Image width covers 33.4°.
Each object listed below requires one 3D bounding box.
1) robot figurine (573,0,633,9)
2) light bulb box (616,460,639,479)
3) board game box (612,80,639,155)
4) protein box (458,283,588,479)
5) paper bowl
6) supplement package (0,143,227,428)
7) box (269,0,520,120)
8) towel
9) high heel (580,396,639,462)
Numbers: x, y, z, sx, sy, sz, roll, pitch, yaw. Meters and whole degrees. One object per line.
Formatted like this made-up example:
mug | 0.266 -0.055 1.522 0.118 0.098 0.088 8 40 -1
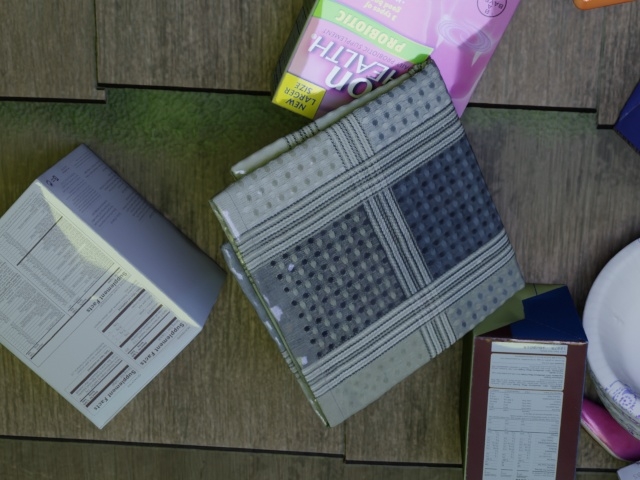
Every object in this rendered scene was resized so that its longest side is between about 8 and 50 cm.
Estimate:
robot figurine | 0.318 -0.353 1.224 0.219 0.128 0.158 -5 109 5
light bulb box | 0.620 0.400 1.335 0.358 0.225 0.361 -27 121 11
board game box | 0.518 -0.104 1.230 0.291 0.232 0.141 26 107 -5
protein box | 0.251 0.180 1.354 0.136 0.200 0.201 3 108 5
paper bowl | 0.470 0.130 1.308 0.284 0.284 0.148 -19 147 10
supplement package | -0.291 0.052 1.354 0.263 0.199 0.198 43 106 -9
box | 0.084 -0.241 1.266 0.213 0.117 0.243 23 108 -12
towel | 0.058 0.003 1.205 0.324 0.056 0.312 -33 110 -21
high heel | 0.445 0.257 1.433 0.244 0.082 0.117 40 93 -2
